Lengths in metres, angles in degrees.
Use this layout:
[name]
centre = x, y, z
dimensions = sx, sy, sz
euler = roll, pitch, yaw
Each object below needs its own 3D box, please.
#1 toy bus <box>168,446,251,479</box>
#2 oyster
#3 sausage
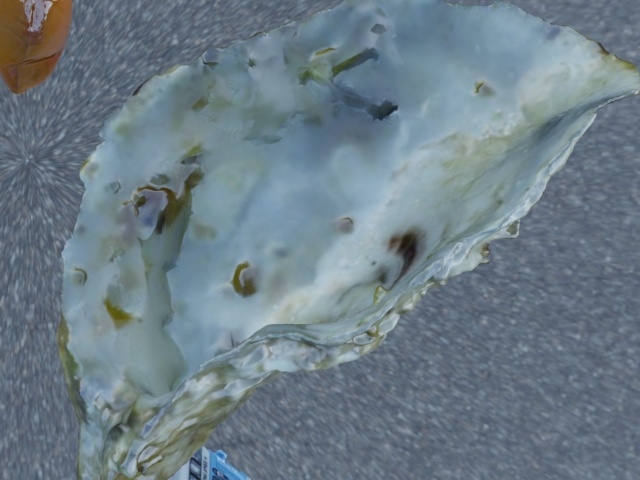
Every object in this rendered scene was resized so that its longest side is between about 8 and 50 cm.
[toy bus]
centre = -0.140, 0.341, 1.183
dimensions = 0.131, 0.297, 0.106
euler = 42, 101, -18
[oyster]
centre = -0.025, -0.009, 0.582
dimensions = 0.396, 0.111, 0.204
euler = -39, 63, -4
[sausage]
centre = -0.315, -0.235, 1.168
dimensions = 0.089, 0.179, 0.089
euler = 12, 53, -17
